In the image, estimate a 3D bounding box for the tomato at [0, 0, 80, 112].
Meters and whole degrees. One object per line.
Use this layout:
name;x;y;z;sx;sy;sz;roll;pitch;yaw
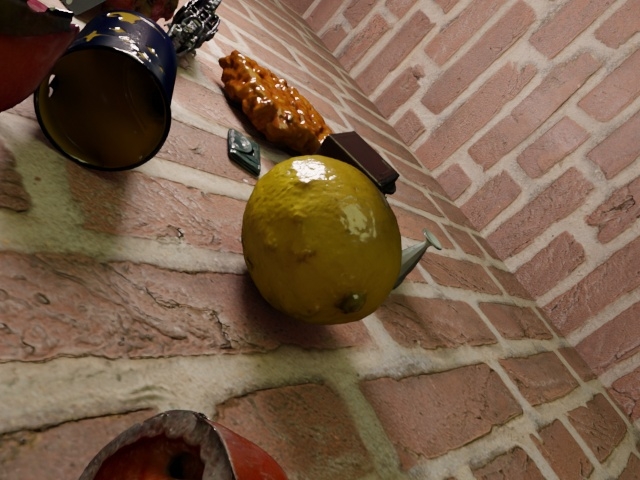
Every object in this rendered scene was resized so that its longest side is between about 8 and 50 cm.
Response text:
tomato;-0.454;-0.231;0.580;0.290;0.176;0.335;32;15;24

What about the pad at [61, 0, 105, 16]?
pad;-0.460;-0.583;1.156;0.170;0.245;0.006;48;-21;6

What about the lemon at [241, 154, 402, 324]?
lemon;-0.001;-0.002;0.880;0.284;0.260;0.261;44;19;24

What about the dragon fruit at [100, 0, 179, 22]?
dragon fruit;-0.402;-0.585;1.250;0.282;0.147;0.210;-14;75;-18

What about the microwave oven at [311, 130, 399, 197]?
microwave oven;0.061;-0.133;1.309;0.188;0.178;0.247;47;22;2

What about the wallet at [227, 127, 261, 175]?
wallet;-0.167;-0.202;1.223;0.088;0.026;0.129;34;24;-28

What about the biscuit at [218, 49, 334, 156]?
biscuit;-0.108;-0.344;1.472;0.312;0.110;0.318;19;34;-52

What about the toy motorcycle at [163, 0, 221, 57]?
toy motorcycle;-0.327;-0.515;1.362;0.106;0.159;0.270;43;37;-23

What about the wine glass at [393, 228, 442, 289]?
wine glass;0.207;0.045;1.294;0.073;0.155;0.073;41;23;-22

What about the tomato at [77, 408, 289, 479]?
tomato;-0.087;0.255;0.416;0.155;0.181;0.214;47;18;-39

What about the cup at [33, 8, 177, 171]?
cup;-0.340;-0.263;0.825;0.255;0.178;0.256;34;22;-29
